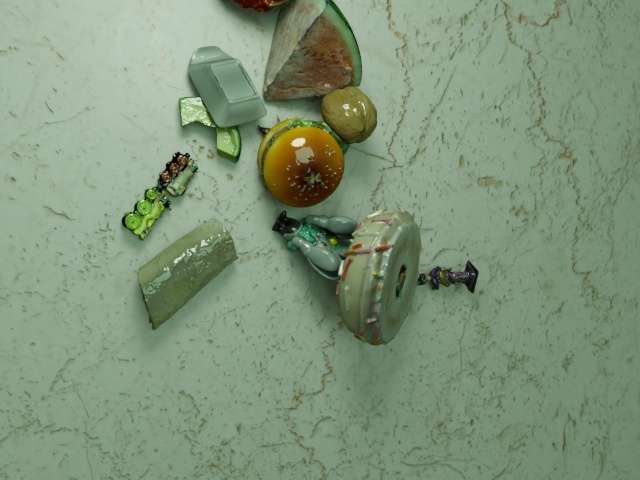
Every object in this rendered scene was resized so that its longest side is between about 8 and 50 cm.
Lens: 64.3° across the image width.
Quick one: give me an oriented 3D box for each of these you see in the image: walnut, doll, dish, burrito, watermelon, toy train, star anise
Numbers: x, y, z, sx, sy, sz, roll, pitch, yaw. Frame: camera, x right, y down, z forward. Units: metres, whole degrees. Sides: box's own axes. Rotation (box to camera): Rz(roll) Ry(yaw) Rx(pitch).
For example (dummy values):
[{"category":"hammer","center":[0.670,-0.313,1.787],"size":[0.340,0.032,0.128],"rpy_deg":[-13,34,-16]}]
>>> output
[{"category":"walnut","center":[0.080,-0.341,1.389],"size":[0.166,0.167,0.149],"rpy_deg":[10,127,-22]},{"category":"doll","center":[-0.003,0.019,1.404],"size":[0.258,0.153,0.195],"rpy_deg":[8,70,-20]},{"category":"dish","center":[-0.243,-0.417,1.325],"size":[0.154,0.064,0.234],"rpy_deg":[-24,79,-31]},{"category":"burrito","center":[-0.347,0.076,1.291],"size":[0.299,0.105,0.143],"rpy_deg":[-42,108,-19]},{"category":"watermelon","center":[-0.033,-0.533,1.429],"size":[0.283,0.292,0.251],"rpy_deg":[55,25,-37]},{"category":"toy train","center":[-0.404,-0.119,1.299],"size":[0.085,0.053,0.250],"rpy_deg":[41,74,-25]},{"category":"star anise","center":[-0.095,-0.294,1.419],"size":[0.129,0.056,0.124],"rpy_deg":[-25,96,-6]}]

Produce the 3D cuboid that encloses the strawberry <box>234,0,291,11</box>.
[{"category":"strawberry","center":[-0.185,-0.758,1.312],"size":[0.336,0.149,0.265],"rpy_deg":[30,77,0]}]

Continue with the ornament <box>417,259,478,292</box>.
[{"category":"ornament","center":[0.389,0.125,1.614],"size":[0.203,0.088,0.081],"rpy_deg":[-7,116,-10]}]

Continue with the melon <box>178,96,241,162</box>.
[{"category":"melon","center":[-0.287,-0.305,1.346],"size":[0.209,0.064,0.118],"rpy_deg":[28,84,-17]}]

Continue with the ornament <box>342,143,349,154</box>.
[{"category":"ornament","center":[0.069,-0.302,1.485],"size":[0.156,0.075,0.081],"rpy_deg":[-41,90,-16]}]

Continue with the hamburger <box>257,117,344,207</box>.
[{"category":"hamburger","center":[-0.044,-0.201,1.349],"size":[0.245,0.170,0.246],"rpy_deg":[-9,121,-15]}]

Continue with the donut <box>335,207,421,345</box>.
[{"category":"donut","center":[0.160,0.098,1.393],"size":[0.382,0.142,0.383],"rpy_deg":[-38,134,-54]}]
